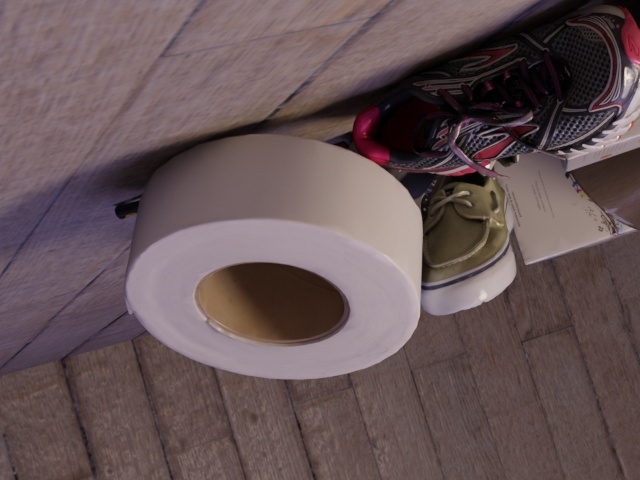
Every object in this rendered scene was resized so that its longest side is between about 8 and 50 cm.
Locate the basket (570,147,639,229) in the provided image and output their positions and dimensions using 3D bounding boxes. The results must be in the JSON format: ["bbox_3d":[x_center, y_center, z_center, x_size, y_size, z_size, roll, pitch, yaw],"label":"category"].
[{"bbox_3d":[0.445,-0.134,1.634,0.204,0.154,0.227,35,139,-22],"label":"basket"}]

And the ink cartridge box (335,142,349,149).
[{"bbox_3d":[0.000,0.000,1.487,0.128,0.176,0.127,-18,174,4],"label":"ink cartridge box"}]

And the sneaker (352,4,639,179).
[{"bbox_3d":[0.158,-0.116,1.165,0.112,0.121,0.299,-7,170,-43],"label":"sneaker"}]

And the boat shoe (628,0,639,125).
[{"bbox_3d":[0.288,-0.180,1.187,0.112,0.095,0.335,-13,168,-19],"label":"boat shoe"}]

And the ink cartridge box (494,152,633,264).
[{"bbox_3d":[0.388,-0.081,1.885,0.232,0.168,0.171,-19,174,18],"label":"ink cartridge box"}]

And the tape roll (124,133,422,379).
[{"bbox_3d":[-0.044,0.023,1.279,0.286,0.100,0.286,4,146,2],"label":"tape roll"}]

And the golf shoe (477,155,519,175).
[{"bbox_3d":[0.158,-0.110,1.385,0.069,0.086,0.176,-21,172,43],"label":"golf shoe"}]

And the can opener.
[{"bbox_3d":[0.108,-0.100,1.511,0.095,0.076,0.283,-51,167,8],"label":"can opener"}]

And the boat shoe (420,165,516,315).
[{"bbox_3d":[0.145,-0.013,1.394,0.109,0.094,0.302,-17,-164,15],"label":"boat shoe"}]

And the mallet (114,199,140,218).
[{"bbox_3d":[-0.121,-0.052,1.376,0.189,0.039,0.062,-16,172,23],"label":"mallet"}]

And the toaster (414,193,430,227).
[{"bbox_3d":[0.074,-0.005,1.769,0.168,0.110,0.185,10,159,-28],"label":"toaster"}]

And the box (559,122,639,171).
[{"bbox_3d":[0.341,-0.152,1.483,0.170,0.091,0.130,-18,174,8],"label":"box"}]
